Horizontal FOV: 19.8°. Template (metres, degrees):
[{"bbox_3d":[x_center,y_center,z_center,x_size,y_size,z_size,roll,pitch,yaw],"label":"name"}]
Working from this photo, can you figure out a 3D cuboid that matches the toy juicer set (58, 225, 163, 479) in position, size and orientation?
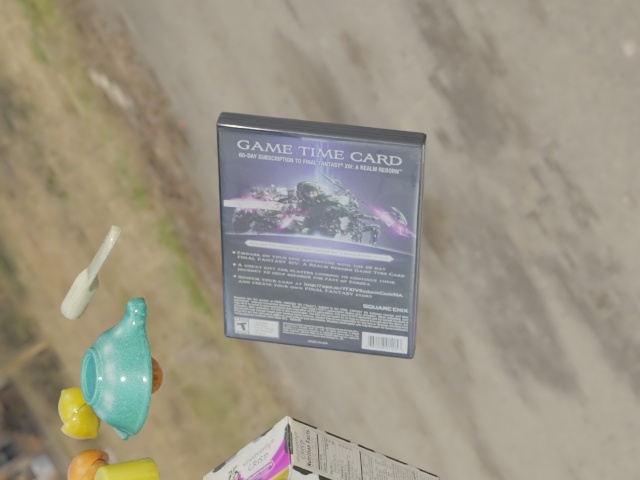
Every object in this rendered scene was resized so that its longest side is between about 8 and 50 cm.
[{"bbox_3d":[-0.240,0.160,2.139,0.209,0.089,0.329,161,108,-64],"label":"toy juicer set"}]

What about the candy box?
[{"bbox_3d":[0.004,0.298,2.096,0.233,0.159,0.071,25,-138,-31],"label":"candy box"}]

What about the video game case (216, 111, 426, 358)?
[{"bbox_3d":[0.000,0.000,1.775,0.026,0.196,0.274,-75,-11,-49],"label":"video game case"}]
